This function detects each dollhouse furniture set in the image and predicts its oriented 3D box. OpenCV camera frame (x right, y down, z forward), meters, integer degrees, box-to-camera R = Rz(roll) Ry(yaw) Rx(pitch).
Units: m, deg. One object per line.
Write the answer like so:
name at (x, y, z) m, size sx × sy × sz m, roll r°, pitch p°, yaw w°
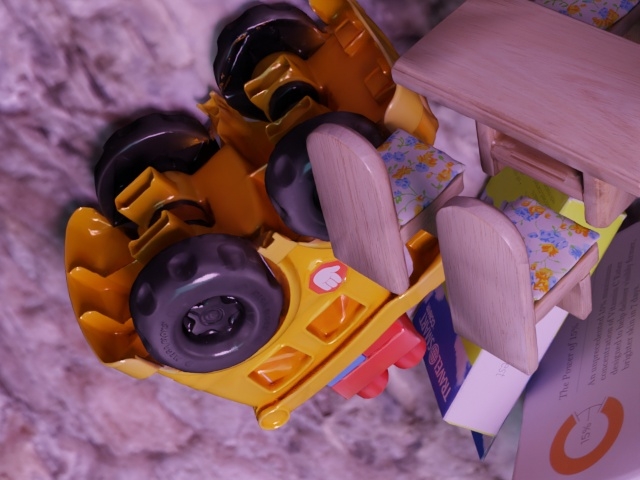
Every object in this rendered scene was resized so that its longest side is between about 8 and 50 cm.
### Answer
dollhouse furniture set at (0.140, -0.064, 0.561) m, size 0.212 × 0.242 × 0.161 m, roll -42°, pitch 142°, yaw -24°

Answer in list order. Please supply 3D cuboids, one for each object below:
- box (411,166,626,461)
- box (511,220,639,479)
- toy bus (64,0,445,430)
box at (0.108, 0.028, 0.795) m, size 0.042 × 0.109 × 0.178 m, roll 18°, pitch 116°, yaw -17°
box at (0.289, 0.062, 0.701) m, size 0.168 × 0.215 × 0.345 m, roll 41°, pitch 131°, yaw -18°
toy bus at (0.000, 0.000, 0.759) m, size 0.220 × 0.149 × 0.211 m, roll -43°, pitch 128°, yaw 15°
